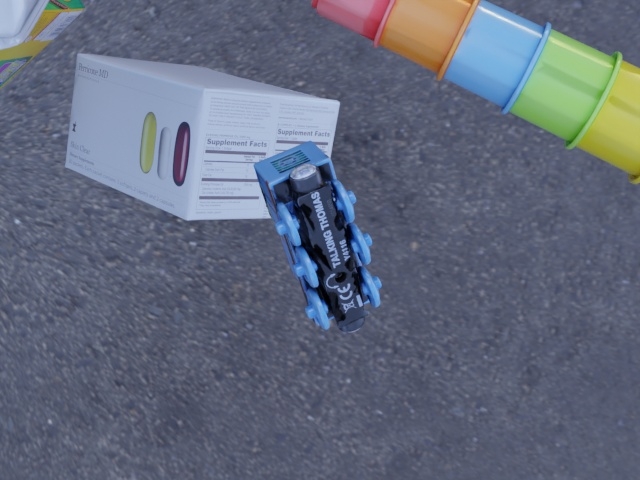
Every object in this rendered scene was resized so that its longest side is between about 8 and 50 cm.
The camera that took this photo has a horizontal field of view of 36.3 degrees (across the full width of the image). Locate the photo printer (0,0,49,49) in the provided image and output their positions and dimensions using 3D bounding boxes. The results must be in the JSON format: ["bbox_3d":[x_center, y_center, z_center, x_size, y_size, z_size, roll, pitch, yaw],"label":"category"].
[{"bbox_3d":[-0.339,-0.259,0.824,0.256,0.307,0.107,-3,126,1],"label":"photo printer"}]

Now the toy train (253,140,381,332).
[{"bbox_3d":[0.000,0.000,0.922,0.080,0.105,0.184,-23,122,-8],"label":"toy train"}]

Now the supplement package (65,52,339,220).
[{"bbox_3d":[-0.147,-0.127,1.169,0.204,0.262,0.145,-3,107,-44],"label":"supplement package"}]

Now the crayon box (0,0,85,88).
[{"bbox_3d":[-0.423,-0.210,1.137,0.278,0.165,0.081,-38,95,16],"label":"crayon box"}]

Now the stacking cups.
[{"bbox_3d":[0.147,-0.160,0.827,0.316,0.096,0.096,27,83,5],"label":"stacking cups"}]
